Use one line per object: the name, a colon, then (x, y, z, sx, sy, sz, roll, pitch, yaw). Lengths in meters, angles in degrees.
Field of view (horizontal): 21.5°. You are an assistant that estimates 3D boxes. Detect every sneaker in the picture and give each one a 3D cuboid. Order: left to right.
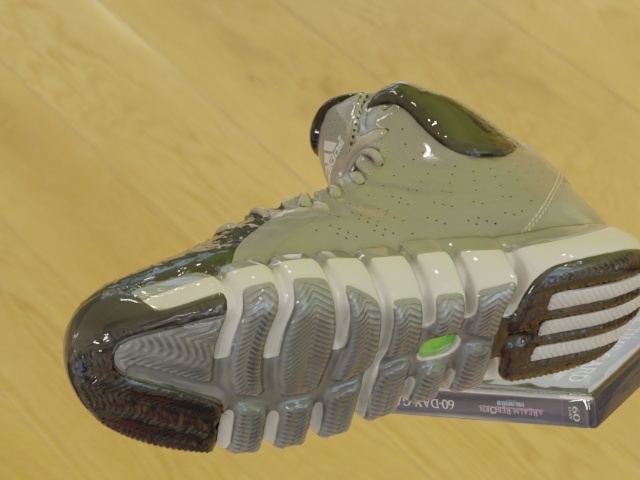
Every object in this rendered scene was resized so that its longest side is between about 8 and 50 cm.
sneaker: (0.000, 0.000, 0.638, 0.229, 0.086, 0.132, -6, 46, -26)

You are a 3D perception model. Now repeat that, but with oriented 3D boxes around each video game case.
video game case: (0.090, 0.068, 1.099, 0.274, 0.196, 0.026, 2, 107, 32)
